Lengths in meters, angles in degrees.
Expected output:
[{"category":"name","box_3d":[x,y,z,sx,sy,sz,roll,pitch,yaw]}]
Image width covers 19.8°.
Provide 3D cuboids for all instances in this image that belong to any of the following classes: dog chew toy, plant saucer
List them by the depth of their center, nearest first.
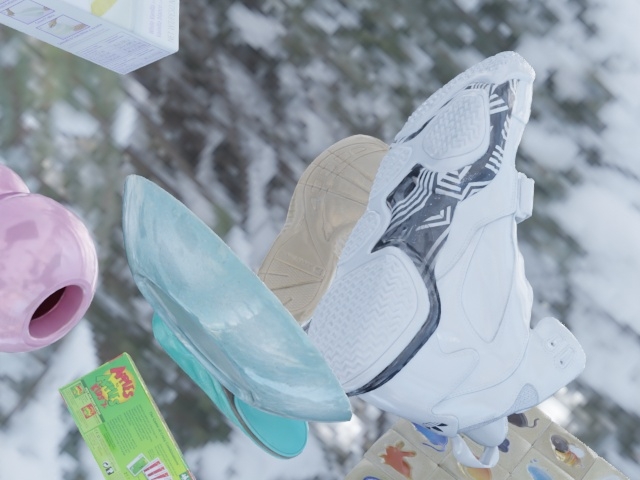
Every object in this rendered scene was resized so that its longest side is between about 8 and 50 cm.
[{"category":"plant saucer","box_3d":[-0.061,0.046,1.070,0.037,0.195,0.195,-43,-163,-12]},{"category":"dog chew toy","box_3d":[-0.434,-0.010,2.324,0.206,0.332,0.206,-36,152,-23]}]

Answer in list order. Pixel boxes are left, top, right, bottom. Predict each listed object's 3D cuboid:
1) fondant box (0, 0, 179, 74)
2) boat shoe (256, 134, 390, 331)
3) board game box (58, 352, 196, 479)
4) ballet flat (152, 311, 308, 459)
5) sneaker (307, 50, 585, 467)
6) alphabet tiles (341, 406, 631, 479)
[{"category":"fondant box","box_3d":[-0.300,-0.351,2.013,0.096,0.330,0.238,-17,-115,39]},{"category":"boat shoe","box_3d":[0.000,0.000,2.067,0.285,0.103,0.092,-62,178,-33]},{"category":"board game box","box_3d":[-0.226,0.235,2.161,0.092,0.181,0.043,-29,171,-3]},{"category":"ballet flat","box_3d":[-0.107,0.153,2.118,0.083,0.247,0.087,-48,-157,-23]},{"category":"sneaker","box_3d":[0.142,0.020,1.635,0.137,0.210,0.366,-15,-138,55]},{"category":"alphabet tiles","box_3d":[0.174,0.263,1.691,0.342,0.285,0.011,-39,163,-53]}]
